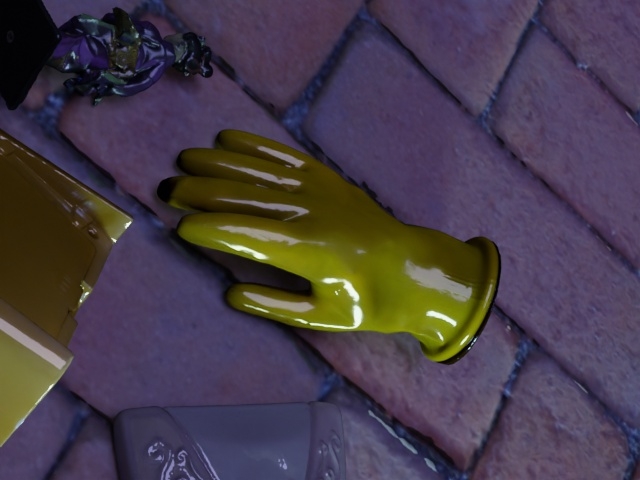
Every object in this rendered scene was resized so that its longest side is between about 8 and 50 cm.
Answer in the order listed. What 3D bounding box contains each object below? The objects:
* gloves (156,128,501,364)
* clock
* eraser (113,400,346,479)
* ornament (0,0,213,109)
[{"bbox_3d":[0.000,-0.001,1.251,0.294,0.116,0.133,23,34,-18],"label":"gloves"},{"bbox_3d":[-0.304,-0.010,0.937,0.317,0.200,0.244,43,21,-15],"label":"clock"},{"bbox_3d":[-0.047,0.243,1.141,0.204,0.059,0.243,1,70,-35],"label":"eraser"},{"bbox_3d":[-0.174,-0.158,1.186,0.203,0.088,0.081,-8,55,-50],"label":"ornament"}]
